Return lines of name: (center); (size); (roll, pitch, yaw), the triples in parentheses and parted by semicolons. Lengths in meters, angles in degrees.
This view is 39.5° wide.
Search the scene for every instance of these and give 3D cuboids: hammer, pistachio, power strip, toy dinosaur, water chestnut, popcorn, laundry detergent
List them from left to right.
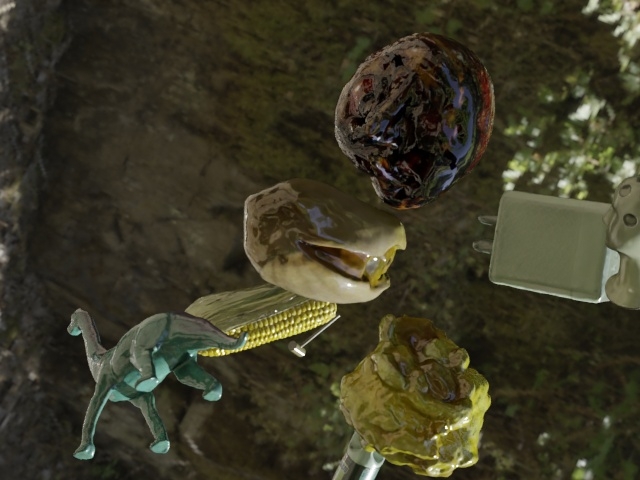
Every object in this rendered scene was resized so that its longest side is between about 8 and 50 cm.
toy dinosaur: (-0.257, 0.128, 1.313); (0.383, 0.129, 0.331); (-41, -140, 22)
hammer: (-0.008, 0.170, 1.620); (0.110, 0.019, 0.035); (-38, 141, 8)
pistachio: (0.000, 0.000, 1.334); (0.288, 0.197, 0.166); (19, 104, -44)
laundry detergent: (0.087, 0.354, 1.547); (0.226, 0.070, 0.099); (-64, 165, 11)
water chestnut: (0.156, -0.196, 1.462); (0.244, 0.289, 0.289); (-91, -166, -52)
popcorn: (0.124, 0.192, 1.096); (0.156, 0.197, 0.197); (-54, 174, 23)
power strip: (0.324, 0.003, 1.305); (0.140, 0.224, 0.139); (1, 98, -61)

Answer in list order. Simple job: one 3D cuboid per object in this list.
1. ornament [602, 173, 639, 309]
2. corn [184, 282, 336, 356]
ornament: (0.363, -0.004, 1.023); (0.075, 0.081, 0.156); (-48, 142, -42)
corn: (-0.111, 0.134, 1.712); (0.122, 0.305, 0.123); (-133, -149, -62)
